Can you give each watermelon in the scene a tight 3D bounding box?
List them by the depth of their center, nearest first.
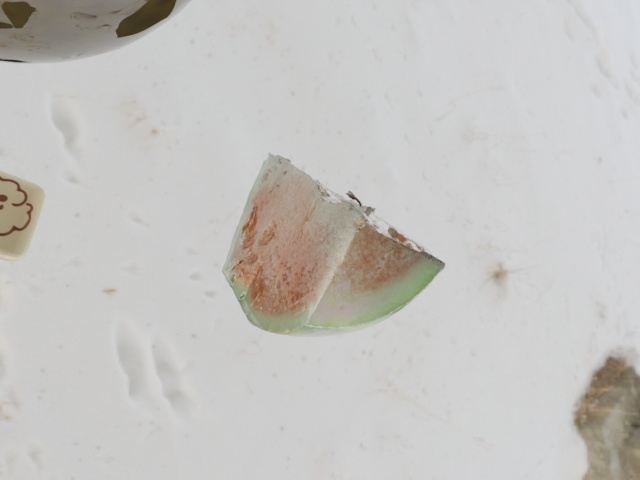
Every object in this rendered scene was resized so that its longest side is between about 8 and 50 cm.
[{"bbox_3d":[0.000,0.000,0.844,0.224,0.305,0.180,-16,116,-19],"label":"watermelon"}]

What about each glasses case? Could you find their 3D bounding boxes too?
[{"bbox_3d":[-0.634,-0.077,1.164,0.337,0.076,0.143,21,77,-35],"label":"glasses case"}]

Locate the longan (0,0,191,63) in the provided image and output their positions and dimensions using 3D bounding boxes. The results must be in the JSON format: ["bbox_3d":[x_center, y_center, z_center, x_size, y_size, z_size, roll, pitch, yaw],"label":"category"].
[{"bbox_3d":[-0.166,-0.215,0.380,0.258,0.258,0.258,11,75,-47],"label":"longan"}]
